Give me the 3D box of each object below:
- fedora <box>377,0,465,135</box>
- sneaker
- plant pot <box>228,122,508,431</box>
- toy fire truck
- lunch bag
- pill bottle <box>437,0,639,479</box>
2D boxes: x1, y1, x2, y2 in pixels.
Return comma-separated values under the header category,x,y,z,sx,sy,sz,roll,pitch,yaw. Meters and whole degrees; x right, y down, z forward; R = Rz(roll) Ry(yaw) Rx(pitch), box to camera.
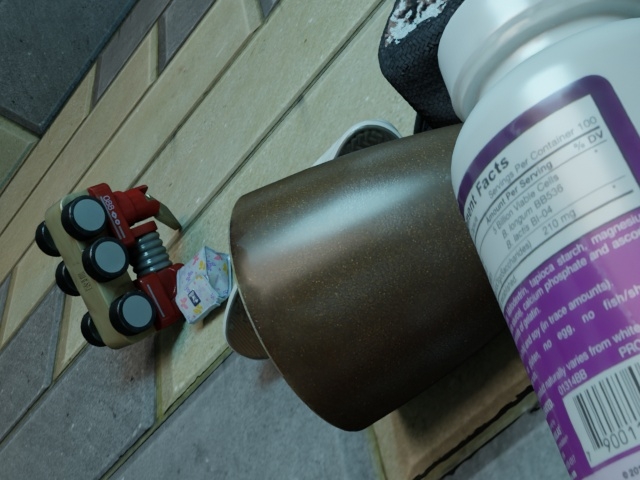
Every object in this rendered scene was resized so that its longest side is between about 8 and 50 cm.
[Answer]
category,x,y,z,sx,sy,sz,roll,pitch,yaw
fedora,0.165,-0.203,0.703,0.334,0.152,0.334,-37,36,34
sneaker,0.000,0.000,0.856,0.290,0.106,0.123,-54,6,13
plant pot,0.085,0.004,0.623,0.230,0.215,0.215,-28,40,19
toy fire truck,-0.258,0.017,1.160,0.246,0.217,0.158,-29,3,-43
lunch bag,-0.155,0.061,1.059,0.071,0.053,0.083,-39,45,35
pill bottle,0.170,-0.006,0.425,0.169,0.169,0.302,-37,56,34
